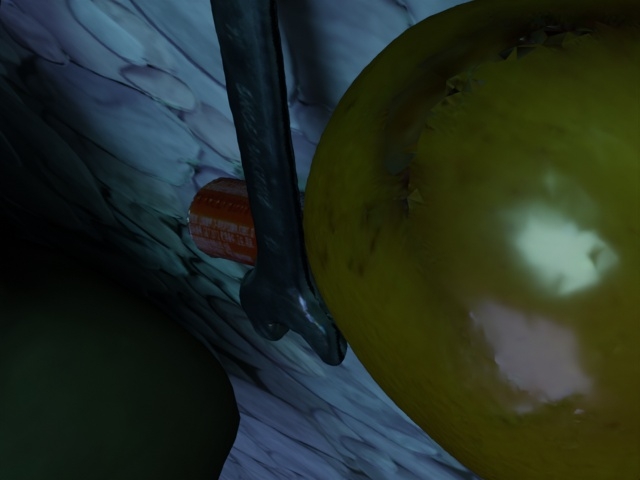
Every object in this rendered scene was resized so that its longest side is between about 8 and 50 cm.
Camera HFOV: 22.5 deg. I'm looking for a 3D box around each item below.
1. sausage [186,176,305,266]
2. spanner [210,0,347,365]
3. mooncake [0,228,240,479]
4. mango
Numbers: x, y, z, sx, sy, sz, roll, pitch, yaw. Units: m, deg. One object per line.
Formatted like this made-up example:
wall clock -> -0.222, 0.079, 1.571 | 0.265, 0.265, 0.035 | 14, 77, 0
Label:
sausage -> 0.000, 0.000, 0.608 | 0.129, 0.034, 0.034 | 13, 152, 49
spanner -> -0.018, -0.033, 0.524 | 0.054, 0.015, 0.254 | 31, 152, 24
mooncake -> -0.276, 0.066, 0.849 | 0.467, 0.262, 0.467 | 32, 175, 3
mango -> 0.069, 0.012, 0.403 | 0.145, 0.112, 0.219 | 32, 174, 12
